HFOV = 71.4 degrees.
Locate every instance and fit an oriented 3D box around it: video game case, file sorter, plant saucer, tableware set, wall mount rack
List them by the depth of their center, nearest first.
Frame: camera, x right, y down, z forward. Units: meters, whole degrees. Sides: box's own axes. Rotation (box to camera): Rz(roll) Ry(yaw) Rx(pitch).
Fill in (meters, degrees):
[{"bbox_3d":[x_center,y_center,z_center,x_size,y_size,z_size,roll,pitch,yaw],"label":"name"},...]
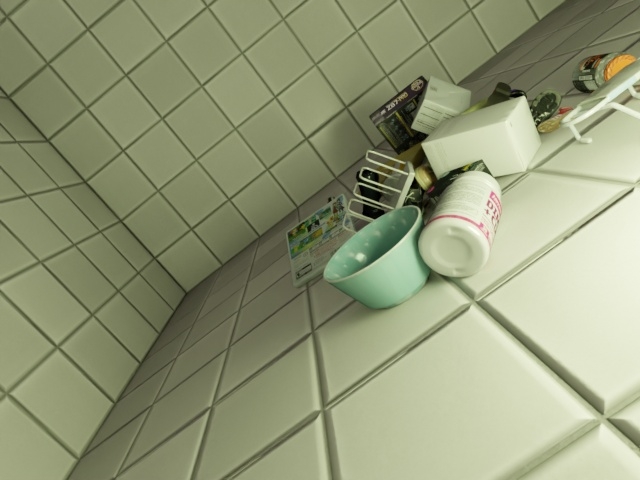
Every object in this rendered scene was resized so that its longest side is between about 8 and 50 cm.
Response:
[{"bbox_3d":[0.782,-0.347,1.071,0.350,0.130,0.304,-39,9,-1],"label":"wall mount rack"},{"bbox_3d":[0.394,-0.145,1.596,0.194,0.039,0.128,-28,16,38],"label":"tableware set"},{"bbox_3d":[0.201,-0.159,1.599,0.193,0.173,0.277,-69,-2,-67],"label":"file sorter"},{"bbox_3d":[0.000,0.000,1.855,0.329,0.036,0.300,-33,46,23],"label":"video game case"},{"bbox_3d":[0.375,-0.337,2.222,0.333,0.081,0.333,-27,17,39],"label":"plant saucer"}]

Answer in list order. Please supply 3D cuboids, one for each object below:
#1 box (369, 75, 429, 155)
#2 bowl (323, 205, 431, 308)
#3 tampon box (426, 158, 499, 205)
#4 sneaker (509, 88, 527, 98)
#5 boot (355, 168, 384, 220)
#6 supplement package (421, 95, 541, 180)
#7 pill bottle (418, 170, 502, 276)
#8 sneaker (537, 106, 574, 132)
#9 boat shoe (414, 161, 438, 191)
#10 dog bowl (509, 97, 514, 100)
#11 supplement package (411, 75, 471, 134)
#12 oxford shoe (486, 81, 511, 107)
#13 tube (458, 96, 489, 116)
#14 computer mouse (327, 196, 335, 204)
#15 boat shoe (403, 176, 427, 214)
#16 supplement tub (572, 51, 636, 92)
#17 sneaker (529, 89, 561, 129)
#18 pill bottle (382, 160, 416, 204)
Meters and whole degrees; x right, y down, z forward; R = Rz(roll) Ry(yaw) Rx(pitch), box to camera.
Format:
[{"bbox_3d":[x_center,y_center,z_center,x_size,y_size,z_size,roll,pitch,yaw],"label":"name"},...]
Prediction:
[{"bbox_3d":[0.474,-0.603,2.284,0.318,0.395,0.097,-37,55,17],"label":"box"},{"bbox_3d":[0.177,0.064,1.193,0.311,0.163,0.311,-36,12,9],"label":"bowl"},{"bbox_3d":[0.440,-0.162,1.389,0.120,0.101,0.161,-44,14,-28],"label":"tampon box"},{"bbox_3d":[0.741,-0.545,1.890,0.293,0.102,0.146,-36,14,8],"label":"sneaker"},{"bbox_3d":[0.207,-0.195,1.859,0.094,0.207,0.246,-13,11,3],"label":"boot"},{"bbox_3d":[0.515,-0.310,1.435,0.293,0.175,0.177,-6,33,48],"label":"supplement package"},{"bbox_3d":[0.358,-0.052,1.107,0.160,0.160,0.283,-27,18,42],"label":"pill bottle"},{"bbox_3d":[0.761,-0.391,1.439,0.118,0.042,0.067,-22,23,29],"label":"sneaker"},{"bbox_3d":[0.429,-0.255,1.629,0.089,0.104,0.285,-34,0,39],"label":"boat shoe"},{"bbox_3d":[0.654,-0.433,1.736,0.265,0.104,0.265,-36,13,9],"label":"dog bowl"},{"bbox_3d":[0.538,-0.584,1.981,0.262,0.204,0.145,-67,-2,-46],"label":"supplement package"},{"bbox_3d":[0.652,-0.505,1.649,0.212,0.076,0.076,-52,-11,-40],"label":"oxford shoe"},{"bbox_3d":[0.629,-0.519,1.756,0.070,0.062,0.240,32,56,30],"label":"tube"},{"bbox_3d":[0.055,-0.054,1.992,0.072,0.188,0.272,-4,42,38],"label":"computer mouse"},{"bbox_3d":[0.318,-0.140,1.565,0.084,0.079,0.233,-18,35,37],"label":"boat shoe"},{"bbox_3d":[0.883,-0.519,1.382,0.117,0.117,0.190,-36,13,11],"label":"supplement tub"},{"bbox_3d":[0.705,-0.385,1.519,0.267,0.101,0.106,-43,-18,10],"label":"sneaker"},{"bbox_3d":[0.344,-0.255,1.896,0.136,0.136,0.245,-32,14,28],"label":"pill bottle"}]
